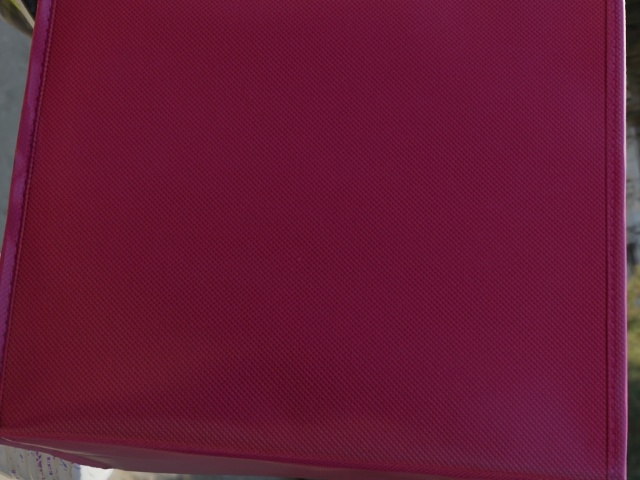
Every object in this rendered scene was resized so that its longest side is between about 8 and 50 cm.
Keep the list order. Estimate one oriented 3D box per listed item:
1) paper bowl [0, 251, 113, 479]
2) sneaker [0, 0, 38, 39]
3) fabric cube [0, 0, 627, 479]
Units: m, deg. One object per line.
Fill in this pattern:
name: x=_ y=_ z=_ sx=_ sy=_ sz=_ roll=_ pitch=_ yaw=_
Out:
paper bowl: x=-0.261 y=0.104 z=1.054 sx=0.284 sy=0.148 sz=0.284 roll=12 pitch=90 yaw=-86
sneaker: x=-0.217 y=-0.205 z=0.784 sx=0.300 sy=0.121 sz=0.111 roll=40 pitch=75 yaw=-7
fabric cube: x=0.000 y=0.000 z=0.550 sx=0.259 sy=0.258 sz=0.254 roll=89 pitch=4 yaw=-76
